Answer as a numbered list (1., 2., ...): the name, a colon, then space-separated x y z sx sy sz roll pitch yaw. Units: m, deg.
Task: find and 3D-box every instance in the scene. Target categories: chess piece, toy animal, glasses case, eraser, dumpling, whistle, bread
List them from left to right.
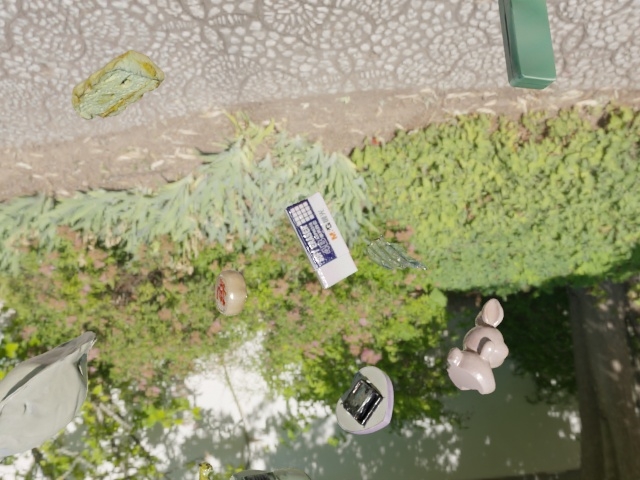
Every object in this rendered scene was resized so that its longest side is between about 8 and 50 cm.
1. dumpling: -0.629 0.356 1.176 0.341 0.181 0.260 -27 -177 1
2. bread: -0.467 -0.351 1.219 0.232 0.088 0.128 -20 171 36
3. toy animal: -0.329 0.772 1.650 0.073 0.136 0.181 -22 138 -6
4. chess piece: -0.164 0.095 0.989 0.038 0.084 0.083 0 165 -31
5. whistle: -0.104 0.441 0.911 0.253 0.106 0.102 4 159 -27
6. eraser: 0.000 0.000 1.733 0.130 0.287 0.086 -28 -177 -10
7. toy animal: 0.372 0.234 1.208 0.124 0.212 0.124 31 152 19
8. glasses case: 0.370 -0.364 0.973 0.077 0.184 0.039 1 166 -15

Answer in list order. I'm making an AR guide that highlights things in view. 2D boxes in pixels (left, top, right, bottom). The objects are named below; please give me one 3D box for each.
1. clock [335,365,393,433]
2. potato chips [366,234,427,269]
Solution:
1. clock: 0.127 0.461 1.538 0.064 0.198 0.172 34 180 -38
2. potato chips: 0.201 0.048 1.469 0.092 0.028 0.207 -34 133 31
